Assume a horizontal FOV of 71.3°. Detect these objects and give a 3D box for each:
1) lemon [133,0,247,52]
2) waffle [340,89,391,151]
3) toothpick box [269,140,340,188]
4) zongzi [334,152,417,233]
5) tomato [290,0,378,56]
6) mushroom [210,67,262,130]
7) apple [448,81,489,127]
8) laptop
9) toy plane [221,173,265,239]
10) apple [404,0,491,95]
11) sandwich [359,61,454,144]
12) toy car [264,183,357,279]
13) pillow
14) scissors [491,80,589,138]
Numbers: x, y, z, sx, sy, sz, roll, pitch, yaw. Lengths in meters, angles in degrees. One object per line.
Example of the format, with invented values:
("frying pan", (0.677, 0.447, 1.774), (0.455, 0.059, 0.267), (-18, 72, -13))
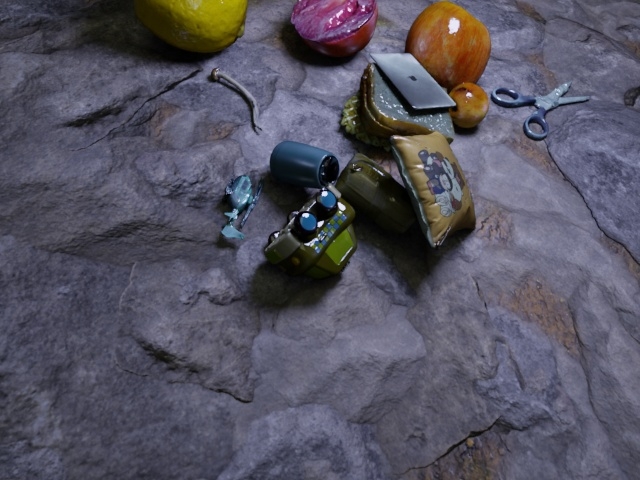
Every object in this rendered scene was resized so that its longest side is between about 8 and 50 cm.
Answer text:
("lemon", (-0.394, -0.782, 1.450), (0.364, 0.364, 0.364), (4, 58, -6))
("waffle", (0.173, -0.393, 1.449), (0.214, 0.054, 0.208), (28, 56, 1))
("toothpick box", (-0.040, -0.205, 1.228), (0.184, 0.120, 0.120), (19, 53, 37))
("zongzi", (0.175, -0.147, 1.282), (0.250, 0.125, 0.274), (37, 26, -5))
("tomato", (0.050, -0.775, 1.602), (0.289, 0.176, 0.335), (-31, 62, -2))
("mushroom", (-0.253, -0.460, 1.440), (0.068, 0.043, 0.306), (-39, 72, -8))
("apple", (0.482, -0.451, 1.479), (0.146, 0.146, 0.146), (4, 58, -6))
("laptop", (0.288, -0.506, 1.406), (0.187, 0.015, 0.269), (-14, 61, -33))
("toy plane", (-0.223, -0.101, 1.216), (0.096, 0.060, 0.235), (23, 53, -10))
("apple", (0.440, -0.670, 1.535), (0.301, 0.301, 0.302), (4, 58, -6))
("sandwich", (0.269, -0.414, 1.403), (0.301, 0.099, 0.271), (13, 51, -17))
("toy car", (0.000, 0.000, 1.131), (0.198, 0.204, 0.248), (44, 61, -10))
("pillow", (0.312, -0.150, 1.195), (0.312, 0.119, 0.310), (-19, 84, -53))
("scissors", (0.832, -0.504, 1.633), (0.383, 0.029, 0.256), (-21, 65, -21))
